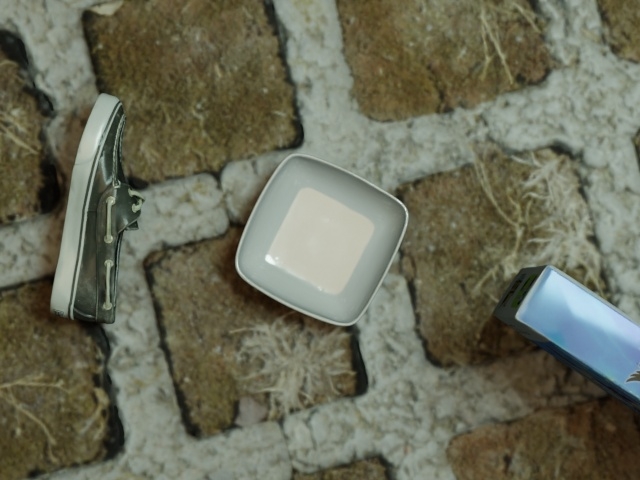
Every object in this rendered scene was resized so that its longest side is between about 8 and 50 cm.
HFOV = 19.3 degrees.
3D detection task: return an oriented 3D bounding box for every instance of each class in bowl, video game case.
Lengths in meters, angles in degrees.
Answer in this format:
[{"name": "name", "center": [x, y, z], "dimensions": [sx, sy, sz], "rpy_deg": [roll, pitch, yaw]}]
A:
[{"name": "bowl", "center": [0.000, 0.000, 1.810], "dimensions": [0.142, 0.053, 0.142], "rpy_deg": [27, 88, 0]}, {"name": "video game case", "center": [0.290, 0.120, 1.708], "dimensions": [0.269, 0.244, 0.061], "rpy_deg": [34, 90, 2]}]

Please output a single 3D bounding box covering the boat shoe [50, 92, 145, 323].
[{"name": "boat shoe", "center": [-0.205, -0.029, 1.805], "dimensions": [0.070, 0.078, 0.219], "rpy_deg": [11, 96, 2]}]
